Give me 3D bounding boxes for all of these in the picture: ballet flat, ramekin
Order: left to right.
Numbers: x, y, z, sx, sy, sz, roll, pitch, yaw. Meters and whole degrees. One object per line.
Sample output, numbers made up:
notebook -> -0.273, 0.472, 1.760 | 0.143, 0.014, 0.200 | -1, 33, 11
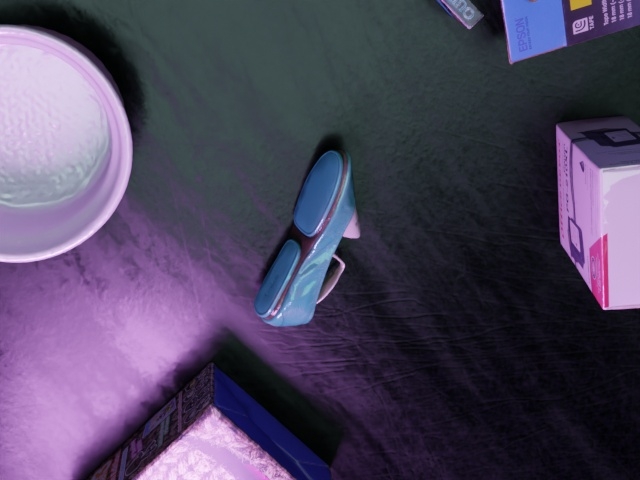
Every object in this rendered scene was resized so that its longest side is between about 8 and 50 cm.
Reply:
ramekin -> -0.358, -0.124, 1.484 | 0.277, 0.135, 0.277 | -1, 107, -4
ballet flat -> 0.000, 0.000, 1.588 | 0.087, 0.083, 0.247 | 15, 107, -34

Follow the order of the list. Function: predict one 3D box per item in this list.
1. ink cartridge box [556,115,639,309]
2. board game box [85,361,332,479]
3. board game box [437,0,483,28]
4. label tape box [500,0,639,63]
ink cartridge box -> 0.356, -0.040, 1.510 | 0.100, 0.237, 0.171 | -5, 108, 0
board game box -> -0.162, 0.352, 1.645 | 0.291, 0.141, 0.232 | -44, 105, 9
board game box -> 0.109, -0.327, 1.459 | 0.026, 0.126, 0.186 | -43, 105, 9
label tape box -> 0.348, -0.369, 1.434 | 0.334, 0.106, 0.240 | -16, 131, 1
